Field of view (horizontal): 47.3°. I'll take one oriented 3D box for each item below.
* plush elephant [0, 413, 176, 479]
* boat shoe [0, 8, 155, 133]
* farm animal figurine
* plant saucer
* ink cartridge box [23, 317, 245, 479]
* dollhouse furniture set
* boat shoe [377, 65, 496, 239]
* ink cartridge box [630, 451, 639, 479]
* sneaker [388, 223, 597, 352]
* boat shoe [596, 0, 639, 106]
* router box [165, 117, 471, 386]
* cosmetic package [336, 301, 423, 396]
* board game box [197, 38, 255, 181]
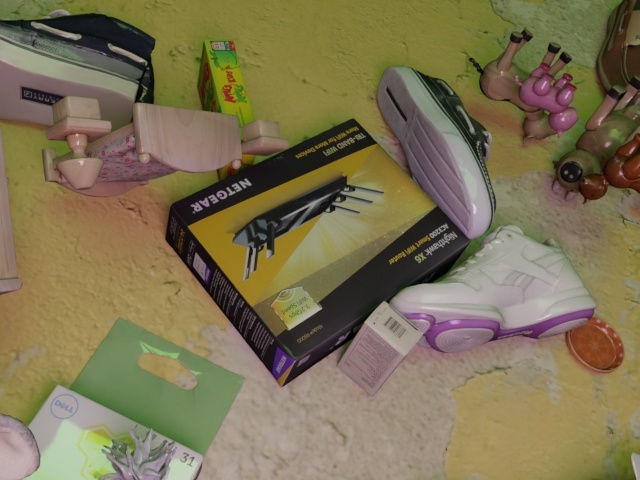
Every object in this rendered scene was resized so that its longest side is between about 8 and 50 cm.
[{"bbox_3d":[-0.278,0.246,0.540,0.255,0.272,0.330,27,51,-12],"label":"plush elephant"},{"bbox_3d":[-0.381,-0.245,0.966,0.340,0.127,0.158,17,47,-15],"label":"boat shoe"},{"bbox_3d":[0.413,-0.162,1.130,0.327,0.172,0.330,-7,51,-36],"label":"farm animal figurine"},{"bbox_3d":[0.372,0.141,0.992,0.083,0.013,0.083,8,56,-12],"label":"plant saucer"},{"bbox_3d":[-0.197,0.195,0.754,0.171,0.056,0.235,26,55,2],"label":"ink cartridge box"},{"bbox_3d":[-0.257,-0.030,0.843,0.355,0.303,0.173,-3,83,-47],"label":"dollhouse furniture set"},{"bbox_3d":[0.190,-0.143,1.052,0.119,0.121,0.335,-4,52,-19],"label":"boat shoe"},{"bbox_3d":[0.468,0.385,0.747,0.207,0.119,0.353,21,48,-37],"label":"ink cartridge box"},{"bbox_3d":[0.208,0.058,0.937,0.305,0.114,0.152,-1,63,-30],"label":"sneaker"},{"bbox_3d":[0.592,-0.370,1.345,0.123,0.116,0.324,19,53,-4],"label":"boat shoe"},{"bbox_3d":[0.000,0.000,0.930,0.309,0.081,0.243,-31,70,-32],"label":"router box"},{"bbox_3d":[0.066,0.127,0.843,0.060,0.115,0.041,40,54,10],"label":"cosmetic package"},{"bbox_3d":[-0.129,-0.179,1.004,0.043,0.092,0.181,-6,59,-19],"label":"board game box"}]
